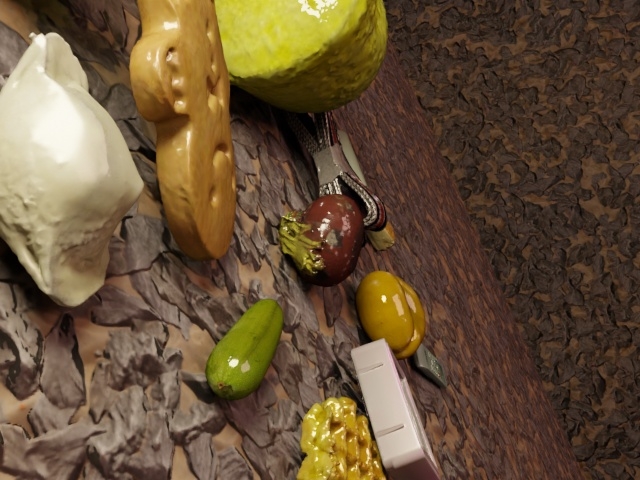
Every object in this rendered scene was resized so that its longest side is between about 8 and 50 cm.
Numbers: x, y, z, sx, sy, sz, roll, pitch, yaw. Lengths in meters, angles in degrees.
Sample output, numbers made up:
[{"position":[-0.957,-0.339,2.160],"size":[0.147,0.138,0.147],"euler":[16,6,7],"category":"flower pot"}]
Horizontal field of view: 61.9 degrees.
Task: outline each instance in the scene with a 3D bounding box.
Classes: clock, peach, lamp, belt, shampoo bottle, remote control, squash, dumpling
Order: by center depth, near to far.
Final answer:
[{"position":[-0.225,-0.053,0.482],"size":[0.216,0.126,0.166],"euler":[58,-4,7],"category":"dumpling"},{"position":[-0.085,0.123,0.647],"size":[0.066,0.066,0.201],"euler":[59,17,-12],"category":"squash"},{"position":[0.116,0.272,0.839],"size":[0.150,0.063,0.197],"euler":[61,9,-48],"category":"clock"},{"position":[0.001,-0.005,0.881],"size":[0.157,0.134,0.156],"euler":[74,32,-67],"category":"lamp"},{"position":[0.138,0.144,1.041],"size":[0.179,0.103,0.179],"euler":[44,33,-39],"category":"peach"},{"position":[0.021,-0.158,1.076],"size":[0.094,0.126,0.360],"euler":[7,59,-65],"category":"belt"},{"position":[0.045,-0.154,1.169],"size":[0.085,0.085,0.263],"euler":[11,56,-62],"category":"shampoo bottle"},{"position":[0.250,0.288,1.224],"size":[0.162,0.029,0.061],"euler":[47,30,-45],"category":"remote control"}]

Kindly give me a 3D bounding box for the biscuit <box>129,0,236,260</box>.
[{"position":[-0.141,-0.151,0.623],"size":[0.275,0.052,0.355],"euler":[-71,157,-77],"category":"biscuit"}]

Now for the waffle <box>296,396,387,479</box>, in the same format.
[{"position":[0.030,0.304,0.707],"size":[0.160,0.055,0.211],"euler":[48,28,-37],"category":"waffle"}]

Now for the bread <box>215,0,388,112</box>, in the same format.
[{"position":[-0.041,-0.403,0.925],"size":[0.307,0.348,0.348],"euler":[9,59,-67],"category":"bread"}]

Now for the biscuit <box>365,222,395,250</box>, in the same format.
[{"position":[0.111,-0.060,1.252],"size":[0.188,0.056,0.052],"euler":[58,26,-17],"category":"biscuit"}]
